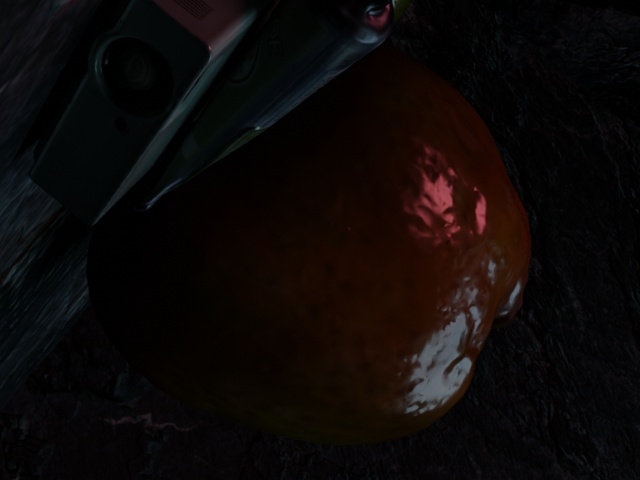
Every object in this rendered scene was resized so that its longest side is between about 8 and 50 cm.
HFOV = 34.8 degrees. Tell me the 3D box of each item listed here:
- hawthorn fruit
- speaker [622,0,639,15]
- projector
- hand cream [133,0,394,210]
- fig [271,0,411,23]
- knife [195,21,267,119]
[{"bbox_3d":[0.000,0.000,1.116,0.472,0.472,0.472,-51,-175,6],"label":"hawthorn fruit"},{"bbox_3d":[0.187,-0.290,0.826,0.198,0.329,0.259,-51,-168,1],"label":"speaker"},{"bbox_3d":[-0.096,-0.093,0.580,0.147,0.061,0.115,-48,-172,37],"label":"projector"},{"bbox_3d":[-0.038,-0.090,0.609,0.235,0.055,0.086,-33,-166,48],"label":"hand cream"},{"bbox_3d":[-0.020,-0.193,0.705,0.124,0.124,0.236,-48,165,30],"label":"fig"},{"bbox_3d":[-0.064,-0.113,0.725,0.061,0.027,0.343,-11,172,-45],"label":"knife"}]
